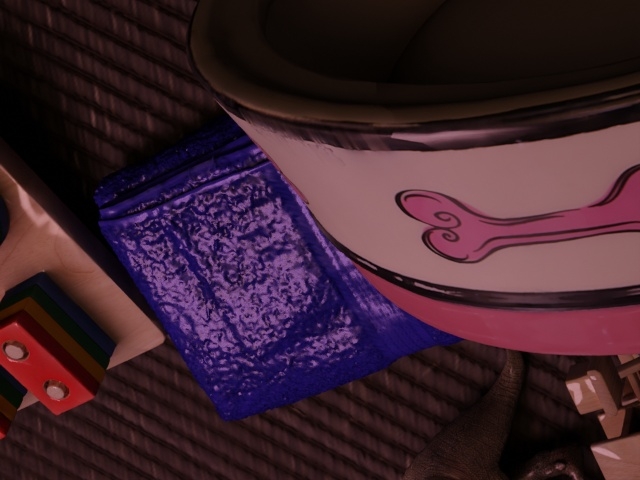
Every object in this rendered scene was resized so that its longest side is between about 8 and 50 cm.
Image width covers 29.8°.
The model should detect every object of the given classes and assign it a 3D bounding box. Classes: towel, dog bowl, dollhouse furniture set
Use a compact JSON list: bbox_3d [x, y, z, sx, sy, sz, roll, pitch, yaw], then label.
[{"bbox_3d":[0.000,0.000,0.862,0.308,0.076,0.227,-23,102,27],"label":"towel"},{"bbox_3d":[0.150,-0.107,0.594,0.408,0.408,0.150,-8,124,23],"label":"dog bowl"},{"bbox_3d":[0.202,0.032,0.754,0.101,0.161,0.182,-21,105,26],"label":"dollhouse furniture set"}]

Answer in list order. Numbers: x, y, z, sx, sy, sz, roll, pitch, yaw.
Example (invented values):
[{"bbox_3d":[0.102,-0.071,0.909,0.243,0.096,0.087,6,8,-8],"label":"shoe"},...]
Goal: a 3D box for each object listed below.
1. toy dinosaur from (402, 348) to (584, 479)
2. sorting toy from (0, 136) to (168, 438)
[{"bbox_3d":[0.117,0.226,0.896,0.160,0.121,0.313,-2,117,6],"label":"toy dinosaur"},{"bbox_3d":[-0.299,0.053,0.946,0.257,0.089,0.255,-25,119,28],"label":"sorting toy"}]
